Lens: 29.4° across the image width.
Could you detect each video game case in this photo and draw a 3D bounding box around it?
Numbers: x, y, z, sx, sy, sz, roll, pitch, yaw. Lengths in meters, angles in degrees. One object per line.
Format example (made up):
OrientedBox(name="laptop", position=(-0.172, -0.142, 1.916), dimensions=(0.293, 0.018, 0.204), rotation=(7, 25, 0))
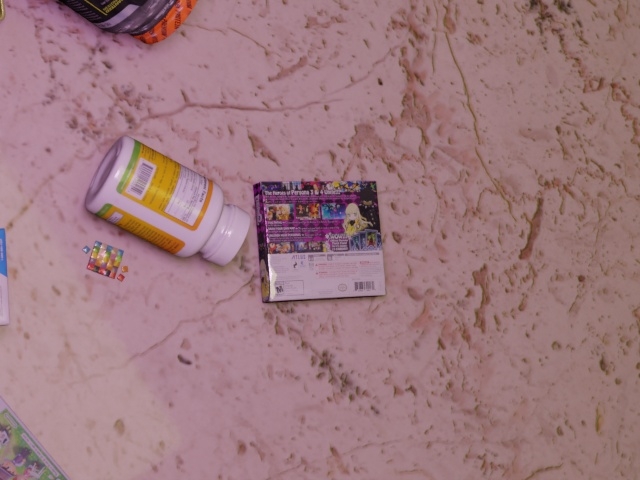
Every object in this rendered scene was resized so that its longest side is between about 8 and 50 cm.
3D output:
OrientedBox(name="video game case", position=(0.000, 0.000, 2.141), dimensions=(0.232, 0.042, 0.210), rotation=(-2, 84, -27))
OrientedBox(name="video game case", position=(-0.496, 0.367, 1.824), dimensions=(0.193, 0.023, 0.212), rotation=(-43, 110, -24))

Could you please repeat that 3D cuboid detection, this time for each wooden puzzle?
OrientedBox(name="wooden puzzle", position=(-0.349, 0.032, 1.983), dimensions=(0.083, 0.006, 0.049), rotation=(22, 74, -22))

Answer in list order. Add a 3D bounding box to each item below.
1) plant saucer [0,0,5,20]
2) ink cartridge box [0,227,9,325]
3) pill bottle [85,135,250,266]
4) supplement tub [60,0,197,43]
OrientedBox(name="plant saucer", position=(-0.594, -0.429, 1.884), dimensions=(0.188, 0.045, 0.188), rotation=(-9, 97, -35))
OrientedBox(name="ink cartridge box", position=(-0.570, 0.059, 1.792), dimensions=(0.203, 0.086, 0.148), rotation=(0, 85, -32))
OrientedBox(name="pill bottle", position=(-0.243, -0.056, 1.976), dimensions=(0.246, 0.136, 0.136), rotation=(29, 71, -21))
OrientedBox(name="supplement tub", position=(-0.358, -0.464, 1.911), dimensions=(0.338, 0.207, 0.207), rotation=(34, 69, -37))
